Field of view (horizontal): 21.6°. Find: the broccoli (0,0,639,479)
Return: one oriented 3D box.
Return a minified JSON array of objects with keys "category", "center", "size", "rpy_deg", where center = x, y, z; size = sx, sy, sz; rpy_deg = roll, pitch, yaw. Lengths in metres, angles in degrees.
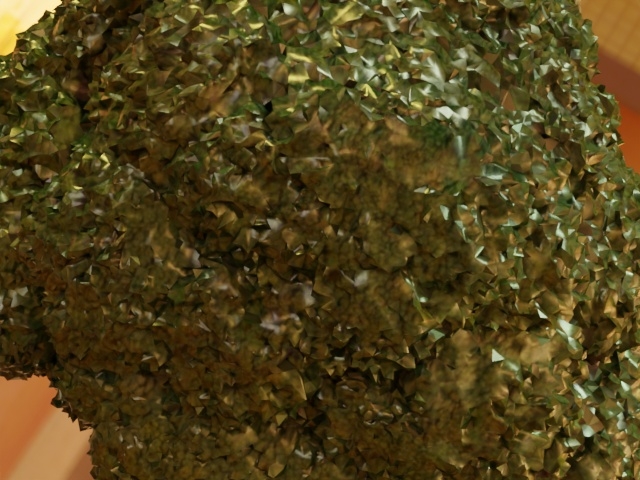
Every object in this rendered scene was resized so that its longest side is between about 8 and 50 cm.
[{"category":"broccoli","center":[0.002,-0.008,0.832],"size":[0.413,0.321,0.310],"rpy_deg":[16,21,-8]}]
